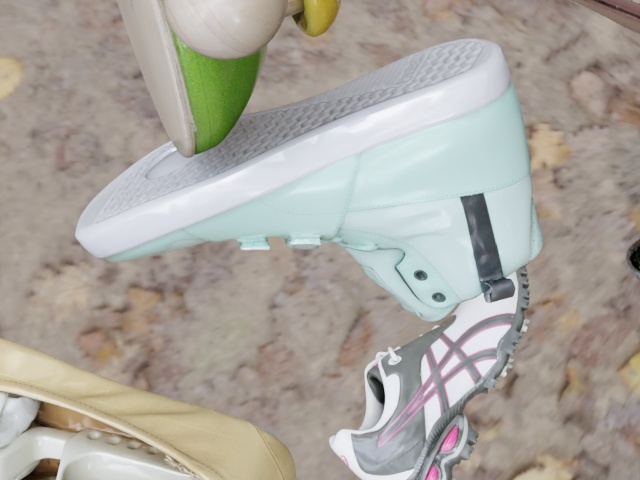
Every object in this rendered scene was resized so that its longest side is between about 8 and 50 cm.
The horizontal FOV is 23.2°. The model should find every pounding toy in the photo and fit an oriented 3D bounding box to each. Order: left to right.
[{"bbox_3d":[-0.043,-0.149,0.754,0.110,0.237,0.183,-19,83,-9],"label":"pounding toy"}]

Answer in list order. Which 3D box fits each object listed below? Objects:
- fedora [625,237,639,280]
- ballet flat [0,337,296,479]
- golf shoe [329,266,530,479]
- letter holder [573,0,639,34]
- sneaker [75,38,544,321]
[{"bbox_3d":[0.403,-0.080,1.322,0.334,0.334,0.153,-20,101,15],"label":"fedora"},{"bbox_3d":[-0.128,0.098,0.752,0.232,0.073,0.080,10,120,15],"label":"ballet flat"},{"bbox_3d":[0.114,0.119,1.491,0.120,0.105,0.273,29,66,-3],"label":"golf shoe"},{"bbox_3d":[0.272,-0.160,0.886,0.214,0.302,0.152,19,102,-18],"label":"letter holder"},{"bbox_3d":[0.000,0.000,0.869,0.255,0.094,0.151,-18,116,8],"label":"sneaker"}]
